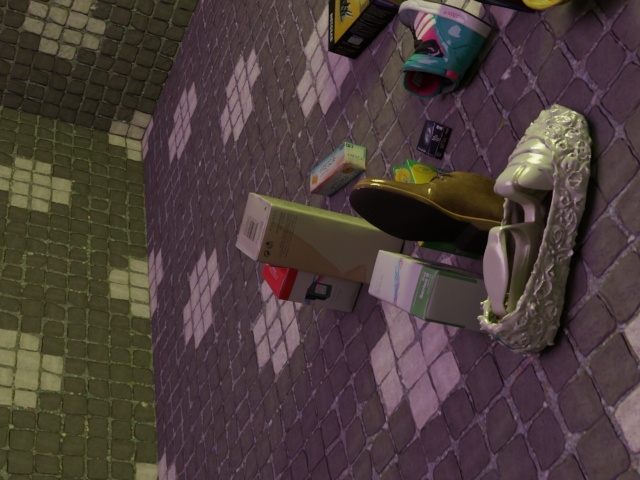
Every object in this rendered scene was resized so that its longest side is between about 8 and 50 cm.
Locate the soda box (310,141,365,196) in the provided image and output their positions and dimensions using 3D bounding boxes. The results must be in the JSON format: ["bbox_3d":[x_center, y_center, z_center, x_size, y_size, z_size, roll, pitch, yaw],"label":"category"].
[{"bbox_3d":[0.040,-0.169,2.134,0.183,0.058,0.062,-34,48,55],"label":"soda box"}]

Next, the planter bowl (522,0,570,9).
[{"bbox_3d":[0.418,-0.464,1.418,0.217,0.090,0.217,-41,43,54],"label":"planter bowl"}]

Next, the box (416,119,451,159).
[{"bbox_3d":[0.229,-0.205,1.789,0.083,0.018,0.067,43,118,63],"label":"box"}]

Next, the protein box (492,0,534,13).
[{"bbox_3d":[0.280,-0.517,1.607,0.200,0.201,0.135,45,119,62],"label":"protein box"}]

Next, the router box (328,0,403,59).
[{"bbox_3d":[0.108,-0.645,2.188,0.243,0.081,0.308,-40,44,53],"label":"router box"}]

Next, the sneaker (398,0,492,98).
[{"bbox_3d":[0.217,-0.383,1.791,0.178,0.124,0.295,-63,28,8],"label":"sneaker"}]

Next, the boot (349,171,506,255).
[{"bbox_3d":[0.189,-0.064,1.466,0.112,0.306,0.115,134,145,-56],"label":"boot"}]

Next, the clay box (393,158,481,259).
[{"bbox_3d":[0.218,-0.068,1.617,0.053,0.128,0.222,-58,32,36],"label":"clay box"}]

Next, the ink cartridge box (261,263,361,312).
[{"bbox_3d":[-0.042,0.083,1.978,0.134,0.231,0.078,48,121,62],"label":"ink cartridge box"}]

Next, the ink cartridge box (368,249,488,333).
[{"bbox_3d":[0.202,0.087,1.542,0.212,0.154,0.093,18,95,66],"label":"ink cartridge box"}]

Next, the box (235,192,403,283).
[{"bbox_3d":[0.000,0.000,1.831,0.148,0.311,0.121,30,106,65],"label":"box"}]

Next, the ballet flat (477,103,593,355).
[{"bbox_3d":[0.325,-0.029,1.362,0.147,0.147,0.408,-8,70,64],"label":"ballet flat"}]
